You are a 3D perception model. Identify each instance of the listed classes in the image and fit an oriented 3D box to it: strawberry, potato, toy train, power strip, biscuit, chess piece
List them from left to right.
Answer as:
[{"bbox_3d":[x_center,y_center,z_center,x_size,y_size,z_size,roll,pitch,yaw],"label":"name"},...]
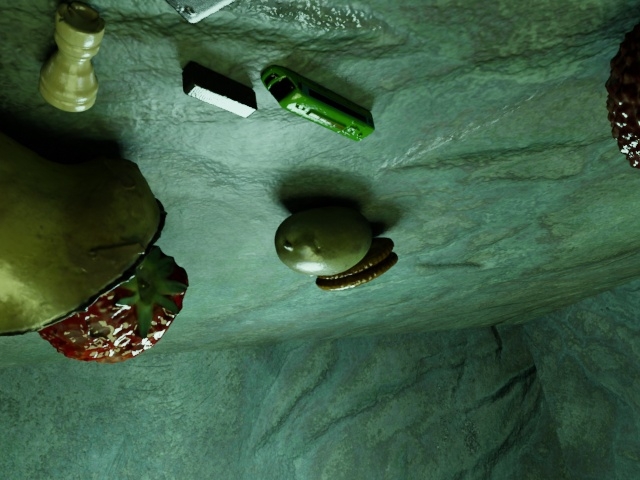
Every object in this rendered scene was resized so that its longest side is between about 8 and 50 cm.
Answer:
[{"bbox_3d":[-0.437,-0.062,0.703,0.397,0.290,0.295,-24,133,-16],"label":"potato"},{"bbox_3d":[-0.287,-0.212,0.608,0.066,0.066,0.122,3,150,-30],"label":"chess piece"},{"bbox_3d":[-0.467,0.131,1.093,0.310,0.291,0.292,-37,149,20],"label":"strawberry"},{"bbox_3d":[-0.137,-0.204,0.723,0.029,0.037,0.111,-26,153,38],"label":"power strip"},{"bbox_3d":[-0.001,-0.199,0.789,0.209,0.042,0.044,12,149,-44],"label":"toy train"},{"bbox_3d":[0.000,0.000,1.142,0.251,0.159,0.174,-7,137,-50],"label":"potato"},{"bbox_3d":[0.086,0.057,1.308,0.221,0.066,0.220,-19,-170,4],"label":"biscuit"}]

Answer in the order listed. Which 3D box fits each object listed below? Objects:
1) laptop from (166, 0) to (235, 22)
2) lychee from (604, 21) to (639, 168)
[{"bbox_3d":[-0.090,-0.302,0.512,0.207,0.026,0.154,-19,156,20],"label":"laptop"},{"bbox_3d":[0.534,-0.215,0.716,0.265,0.299,0.264,5,-160,-2],"label":"lychee"}]
